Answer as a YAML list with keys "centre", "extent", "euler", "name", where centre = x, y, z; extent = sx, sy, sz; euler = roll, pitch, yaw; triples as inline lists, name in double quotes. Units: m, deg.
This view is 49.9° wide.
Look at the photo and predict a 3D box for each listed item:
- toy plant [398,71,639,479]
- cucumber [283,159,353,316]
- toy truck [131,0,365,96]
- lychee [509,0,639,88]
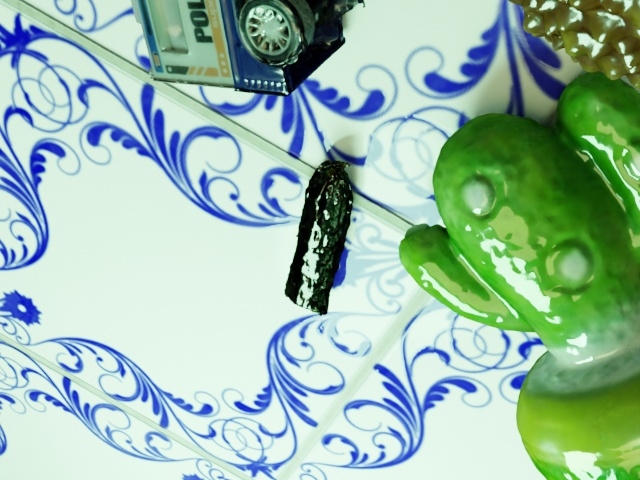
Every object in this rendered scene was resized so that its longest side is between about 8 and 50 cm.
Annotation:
- centre: [0.198, 0.041, 0.545]
  extent: [0.224, 0.184, 0.315]
  euler: [-25, 95, 29]
  name: "toy plant"
- centre: [0.000, 0.000, 0.650]
  extent: [0.053, 0.053, 0.181]
  euler: [19, 126, 9]
  name: "cucumber"
- centre: [-0.067, -0.244, 0.459]
  extent: [0.156, 0.124, 0.267]
  euler: [9, 127, 23]
  name: "toy truck"
- centre: [0.201, -0.196, 0.313]
  extent: [0.268, 0.267, 0.267]
  euler: [11, 126, 15]
  name: "lychee"
